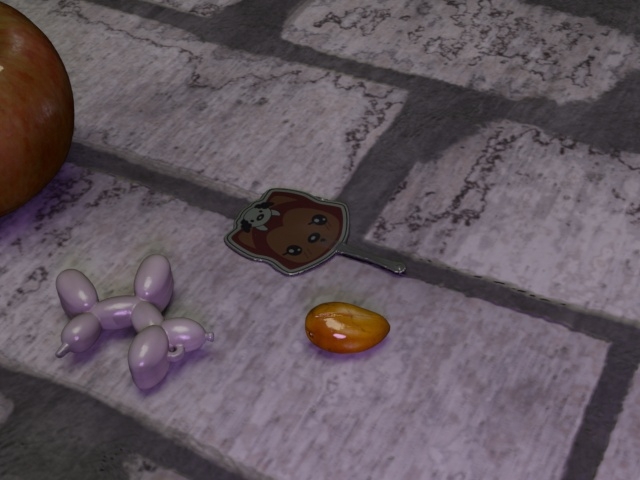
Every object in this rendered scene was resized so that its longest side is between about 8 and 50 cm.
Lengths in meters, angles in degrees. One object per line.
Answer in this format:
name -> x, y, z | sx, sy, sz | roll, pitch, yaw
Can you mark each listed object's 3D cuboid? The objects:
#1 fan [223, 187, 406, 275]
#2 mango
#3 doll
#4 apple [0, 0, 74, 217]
fan -> 0.000, 0.000, 1.204 | 0.219, 0.009, 0.132 | 19, 50, 22
mango -> 0.028, 0.089, 1.082 | 0.089, 0.046, 0.060 | -1, 43, -6
doll -> -0.195, 0.085, 1.085 | 0.160, 0.059, 0.160 | -9, 44, -8
apple -> -0.414, -0.143, 1.218 | 0.264, 0.264, 0.264 | -1, 43, 1
